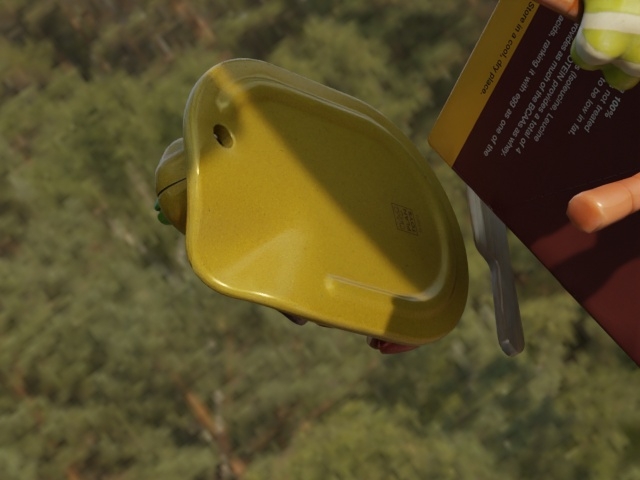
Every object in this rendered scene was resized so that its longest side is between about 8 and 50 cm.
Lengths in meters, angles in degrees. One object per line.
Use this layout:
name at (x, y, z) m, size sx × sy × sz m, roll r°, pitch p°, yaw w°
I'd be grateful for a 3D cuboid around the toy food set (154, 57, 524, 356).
toy food set at (0.000, 0.000, 0.727) m, size 0.071 × 0.128 × 0.218 m, roll -31°, pitch -33°, yaw 34°

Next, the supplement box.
supplement box at (0.181, -0.057, 0.635) m, size 0.129 × 0.194 × 0.191 m, roll -9°, pitch -43°, yaw -41°

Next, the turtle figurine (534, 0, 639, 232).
turtle figurine at (0.107, -0.138, 0.448) m, size 0.269 × 0.217 × 0.087 m, roll -42°, pitch -27°, yaw -17°
